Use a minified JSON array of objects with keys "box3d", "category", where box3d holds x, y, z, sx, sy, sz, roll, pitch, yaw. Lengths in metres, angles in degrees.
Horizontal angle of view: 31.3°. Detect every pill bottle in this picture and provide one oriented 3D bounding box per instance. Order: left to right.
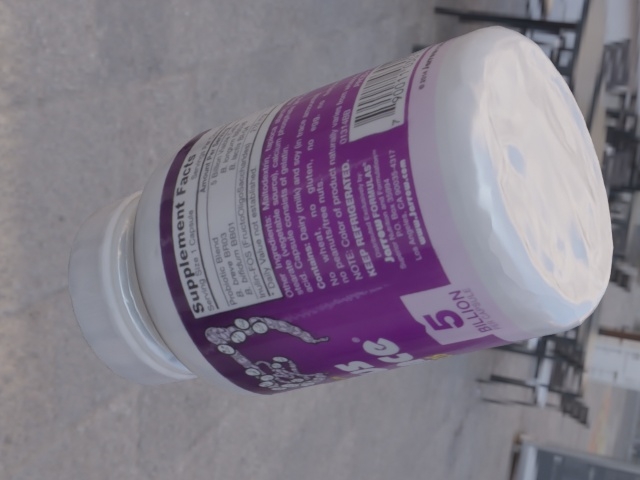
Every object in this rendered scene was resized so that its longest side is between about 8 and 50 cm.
[{"box3d":[0.000,0.000,0.671,0.169,0.302,0.169,28,54,-47],"category":"pill bottle"}]
